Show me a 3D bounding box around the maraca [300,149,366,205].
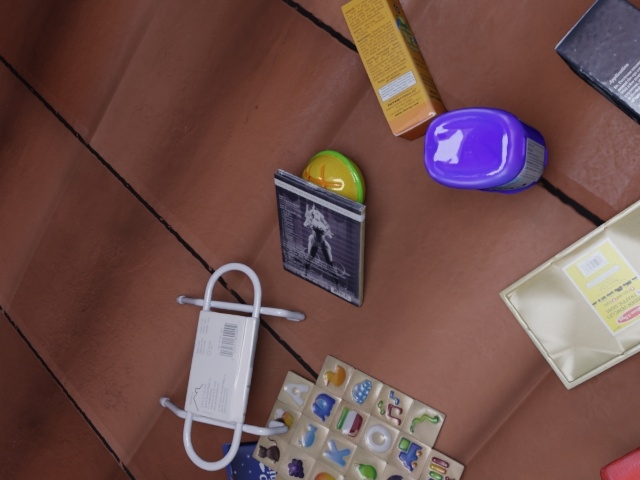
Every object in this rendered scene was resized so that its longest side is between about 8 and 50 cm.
[{"bbox_3d":[0.012,-0.069,1.047,0.127,0.099,0.185,52,140,20],"label":"maraca"}]

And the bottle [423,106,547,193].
[{"bbox_3d":[0.229,-0.108,0.812,0.118,0.283,0.092,3,93,28],"label":"bottle"}]

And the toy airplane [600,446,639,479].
[{"bbox_3d":[0.467,0.479,0.707,0.384,0.272,0.386,20,84,4],"label":"toy airplane"}]

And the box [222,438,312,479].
[{"bbox_3d":[-0.093,0.439,1.159,0.225,0.036,0.136,-15,84,30],"label":"box"}]

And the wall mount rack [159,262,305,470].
[{"bbox_3d":[-0.190,0.217,1.135,0.304,0.130,0.350,4,81,26],"label":"wall mount rack"}]

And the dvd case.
[{"bbox_3d":[0.000,0.000,1.027,0.165,0.018,0.221,25,141,26],"label":"dvd case"}]

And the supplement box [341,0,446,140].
[{"bbox_3d":[0.117,-0.279,0.986,0.080,0.078,0.233,-28,79,27],"label":"supplement box"}]

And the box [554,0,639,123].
[{"bbox_3d":[0.396,-0.214,0.788,0.158,0.156,0.093,48,114,19],"label":"box"}]

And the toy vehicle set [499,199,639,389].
[{"bbox_3d":[0.405,0.068,0.863,0.267,0.035,0.166,-39,74,25],"label":"toy vehicle set"}]

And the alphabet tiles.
[{"bbox_3d":[0.052,0.370,1.055,0.343,0.011,0.285,23,91,26],"label":"alphabet tiles"}]
